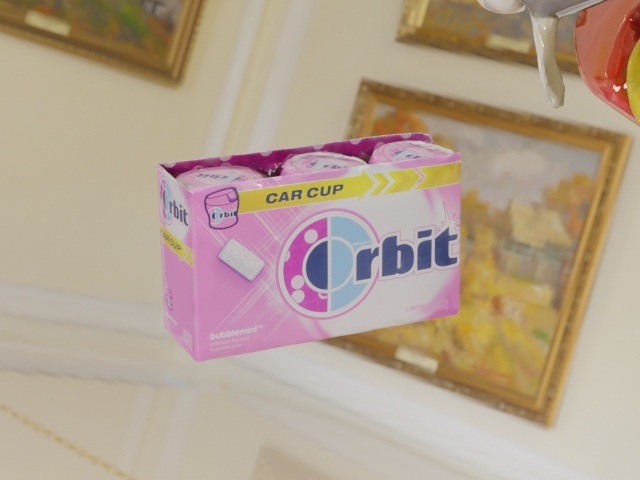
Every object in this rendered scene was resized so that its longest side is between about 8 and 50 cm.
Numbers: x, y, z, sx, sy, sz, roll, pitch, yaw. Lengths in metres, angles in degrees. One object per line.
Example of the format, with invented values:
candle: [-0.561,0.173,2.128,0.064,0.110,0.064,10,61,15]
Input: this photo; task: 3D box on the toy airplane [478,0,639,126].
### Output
toy airplane: [0.261,-0.081,0.620,0.386,0.272,0.384,27,-5,22]

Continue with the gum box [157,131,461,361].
gum box: [0.000,0.000,0.834,0.188,0.107,0.062,-9,20,-23]
